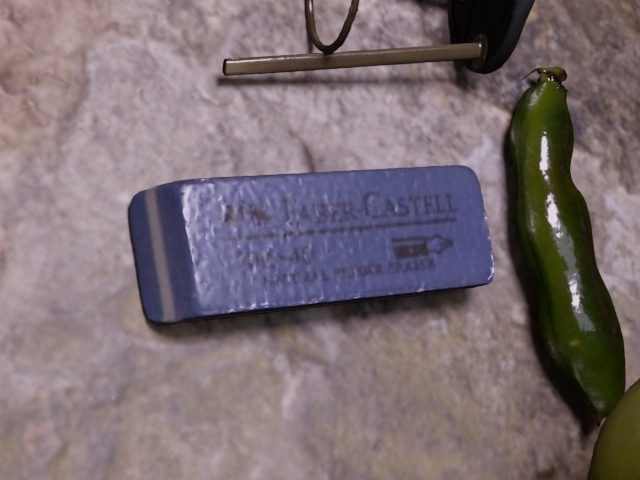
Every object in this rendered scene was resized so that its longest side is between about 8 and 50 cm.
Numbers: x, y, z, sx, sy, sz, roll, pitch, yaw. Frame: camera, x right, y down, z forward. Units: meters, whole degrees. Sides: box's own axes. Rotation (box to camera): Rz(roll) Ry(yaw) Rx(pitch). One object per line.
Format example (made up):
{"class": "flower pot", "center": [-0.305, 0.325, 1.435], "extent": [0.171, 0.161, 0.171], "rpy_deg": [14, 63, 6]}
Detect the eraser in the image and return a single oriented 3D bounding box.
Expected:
{"class": "eraser", "center": [0.000, 0.000, 0.645], "extent": [0.225, 0.036, 0.081], "rpy_deg": [-4, 80, -26]}

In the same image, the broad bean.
{"class": "broad bean", "center": [0.163, -0.002, 0.715], "extent": [0.065, 0.046, 0.254], "rpy_deg": [2, 75, -38]}

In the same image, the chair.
{"class": "chair", "center": [0.044, -0.153, 0.680], "extent": [0.222, 0.104, 0.095], "rpy_deg": [-3, 104, -21]}

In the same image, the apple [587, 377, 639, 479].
{"class": "apple", "center": [0.352, 0.228, 0.528], "extent": [0.474, 0.474, 0.473], "rpy_deg": [7, 74, -24]}
